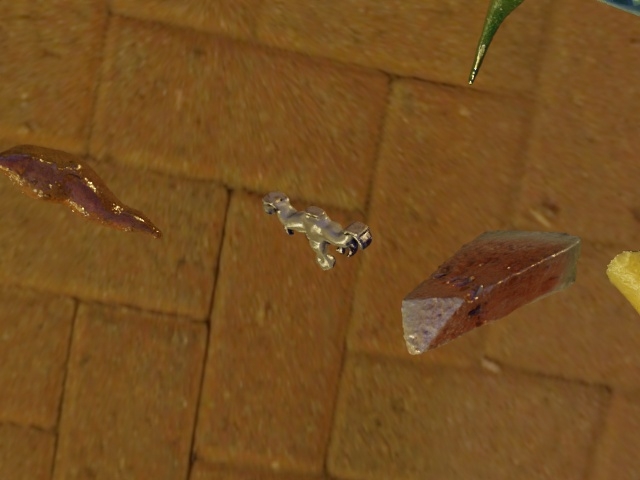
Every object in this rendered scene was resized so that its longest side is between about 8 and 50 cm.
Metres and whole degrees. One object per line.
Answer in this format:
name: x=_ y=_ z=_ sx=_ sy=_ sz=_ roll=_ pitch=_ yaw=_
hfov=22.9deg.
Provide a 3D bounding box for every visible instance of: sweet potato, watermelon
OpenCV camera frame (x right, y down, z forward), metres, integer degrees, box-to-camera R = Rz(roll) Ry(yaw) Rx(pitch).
sweet potato: x=-0.278 y=-0.062 z=1.800 sx=0.226 sy=0.068 sz=0.068 roll=25 pitch=97 yaw=-24
watermelon: x=0.180 y=0.060 z=1.754 sx=0.241 sy=0.154 sz=0.094 roll=-23 pitch=100 yaw=-42

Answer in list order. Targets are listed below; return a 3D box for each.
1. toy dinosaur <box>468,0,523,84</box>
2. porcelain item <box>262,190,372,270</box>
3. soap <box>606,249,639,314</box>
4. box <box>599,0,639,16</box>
toy dinosaur: x=0.269 y=-0.323 z=1.830 sx=0.087 sy=0.301 sz=0.447 roll=-23 pitch=134 yaw=-26
porcelain item: x=0.000 y=0.000 z=1.594 sx=0.021 sy=0.136 sz=0.075 roll=-40 pitch=135 yaw=-33
soap: x=0.299 y=0.055 z=1.255 sx=0.089 sy=0.033 sz=0.168 roll=-27 pitch=114 yaw=27
box: x=0.155 y=-0.230 z=0.416 sx=0.118 sy=0.205 sz=0.311 roll=14 pitch=136 yaw=5
